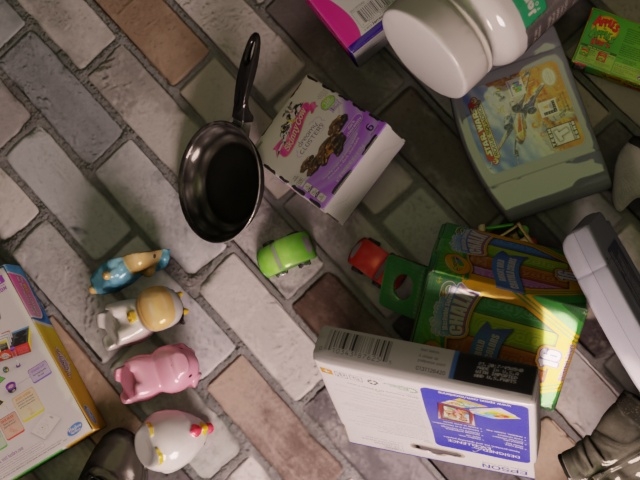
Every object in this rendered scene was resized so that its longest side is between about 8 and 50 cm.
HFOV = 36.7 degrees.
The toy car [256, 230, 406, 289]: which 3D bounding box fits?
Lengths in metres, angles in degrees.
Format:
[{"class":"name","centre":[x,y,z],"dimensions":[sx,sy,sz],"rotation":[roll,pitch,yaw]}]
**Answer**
[{"class":"toy car","centre":[0.000,0.000,1.555],"dimensions":[0.225,0.053,0.239],"rotation":[-23,83,5]}]

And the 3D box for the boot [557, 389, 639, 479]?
[{"class":"boot","centre":[0.466,0.342,1.345],"dimensions":[0.246,0.083,0.161],"rotation":[43,101,30]}]

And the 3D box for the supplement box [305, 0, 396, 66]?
[{"class":"supplement box","centre":[0.033,-0.406,1.550],"dimensions":[0.111,0.114,0.220],"rotation":[-37,83,5]}]

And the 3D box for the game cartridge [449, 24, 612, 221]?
[{"class":"game cartridge","centre":[0.317,-0.190,1.528],"dimensions":[0.198,0.062,0.297],"rotation":[-19,84,2]}]

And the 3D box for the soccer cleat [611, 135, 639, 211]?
[{"class":"soccer cleat","centre":[0.605,-0.060,1.463],"dimensions":[0.331,0.116,0.143],"rotation":[19,110,7]}]

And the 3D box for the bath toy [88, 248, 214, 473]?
[{"class":"bath toy","centre":[-0.256,0.192,1.547],"dimensions":[0.151,0.129,0.348],"rotation":[-26,78,50]}]

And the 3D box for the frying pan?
[{"class":"frying pan","centre":[-0.155,-0.158,1.548],"dimensions":[0.197,0.053,0.326],"rotation":[3,91,43]}]

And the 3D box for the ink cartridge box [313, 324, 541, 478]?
[{"class":"ink cartridge box","centre":[0.164,0.240,1.395],"dimensions":[0.304,0.307,0.072],"rotation":[8,63,17]}]

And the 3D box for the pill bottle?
[{"class":"pill bottle","centre":[0.277,-0.393,1.439],"dimensions":[0.204,0.204,0.361],"rotation":[44,81,8]}]

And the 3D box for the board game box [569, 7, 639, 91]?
[{"class":"board game box","centre":[0.495,-0.289,1.514],"dimensions":[0.181,0.043,0.092],"rotation":[21,89,8]}]

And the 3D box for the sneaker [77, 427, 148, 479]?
[{"class":"sneaker","centre":[-0.364,0.439,1.536],"dimensions":[0.109,0.130,0.286],"rotation":[20,88,11]}]

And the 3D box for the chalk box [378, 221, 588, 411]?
[{"class":"chalk box","centre":[0.229,0.100,1.426],"dimensions":[0.289,0.179,0.180],"rotation":[13,117,8]}]

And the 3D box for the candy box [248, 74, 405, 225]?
[{"class":"candy box","centre":[0.006,-0.145,1.515],"dimensions":[0.196,0.070,0.165],"rotation":[37,92,37]}]

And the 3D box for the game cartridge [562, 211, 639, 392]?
[{"class":"game cartridge","centre":[0.442,0.104,1.378],"dimensions":[0.060,0.196,0.294],"rotation":[-30,87,21]}]

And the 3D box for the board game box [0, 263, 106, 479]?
[{"class":"board game box","centre":[-0.538,0.234,1.605],"dimensions":[0.242,0.064,0.316],"rotation":[-31,83,5]}]

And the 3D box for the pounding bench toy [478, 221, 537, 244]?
[{"class":"pounding bench toy","centre":[0.296,-0.005,1.516],"dimensions":[0.065,0.052,0.083],"rotation":[-34,82,4]}]
